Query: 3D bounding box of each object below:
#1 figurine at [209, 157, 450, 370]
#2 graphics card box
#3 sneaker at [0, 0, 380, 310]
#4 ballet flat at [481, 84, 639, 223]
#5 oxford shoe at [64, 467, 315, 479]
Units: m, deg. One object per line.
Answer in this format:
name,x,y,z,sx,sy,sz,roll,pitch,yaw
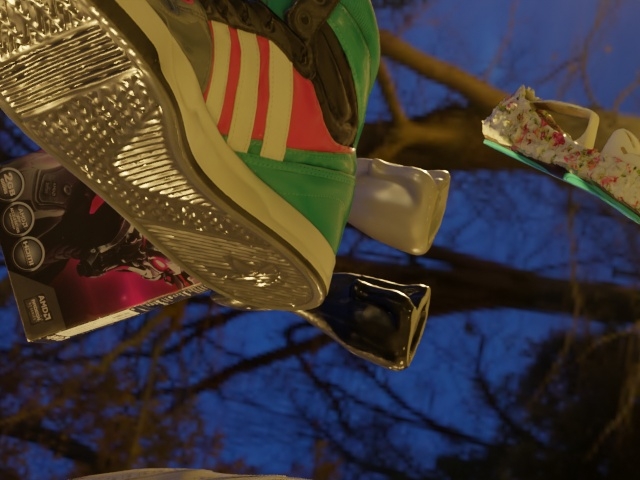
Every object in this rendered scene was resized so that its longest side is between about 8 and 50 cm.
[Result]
figurine,0.000,0.000,1.301,0.092,0.209,0.215,-60,-19,-54
graphics card box,-0.214,-0.035,1.752,0.094,0.371,0.232,31,-138,-80
sneaker,-0.059,-0.109,0.739,0.295,0.124,0.178,51,-133,-47
ballet flat,0.254,-0.083,1.340,0.091,0.241,0.077,23,-82,-54
oxford shoe,-0.107,0.250,1.230,0.146,0.397,0.140,89,180,-63
